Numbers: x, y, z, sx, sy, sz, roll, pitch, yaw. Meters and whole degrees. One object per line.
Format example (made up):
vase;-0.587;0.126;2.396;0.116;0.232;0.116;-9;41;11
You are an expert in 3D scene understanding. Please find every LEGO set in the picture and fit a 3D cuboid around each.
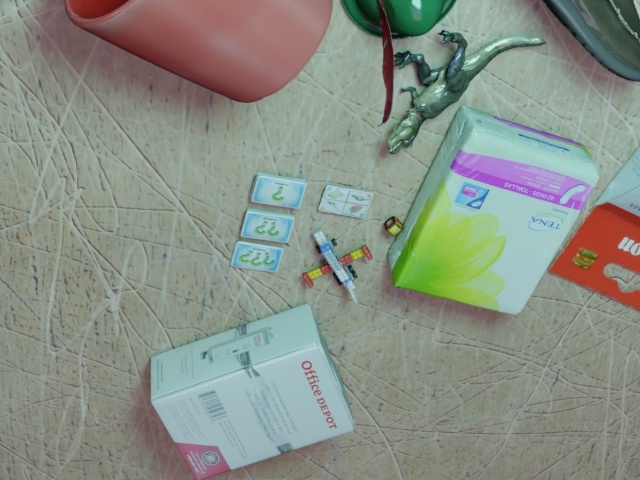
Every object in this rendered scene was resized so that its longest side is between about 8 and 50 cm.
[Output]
LEGO set;0.000;0.000;1.684;0.244;0.060;0.182;9;125;-16

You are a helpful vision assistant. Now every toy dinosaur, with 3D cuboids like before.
toy dinosaur;0.178;-0.238;1.553;0.268;0.064;0.118;-37;129;13

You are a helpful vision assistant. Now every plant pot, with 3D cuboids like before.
plant pot;-0.133;-0.312;1.340;0.275;0.275;0.243;-42;130;18

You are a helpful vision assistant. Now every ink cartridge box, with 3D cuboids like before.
ink cartridge box;-0.110;0.251;1.795;0.283;0.117;0.207;-19;124;4
ink cartridge box;0.600;-0.027;1.747;0.308;0.091;0.385;22;116;-22

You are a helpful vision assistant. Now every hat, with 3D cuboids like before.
hat;0.122;-0.299;1.423;0.173;0.183;0.208;-15;125;2

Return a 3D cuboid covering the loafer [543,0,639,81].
loafer;0.356;-0.350;1.459;0.366;0.133;0.130;36;112;-28

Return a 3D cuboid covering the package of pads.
package of pads;0.264;-0.037;1.676;0.229;0.101;0.296;15;121;-17
